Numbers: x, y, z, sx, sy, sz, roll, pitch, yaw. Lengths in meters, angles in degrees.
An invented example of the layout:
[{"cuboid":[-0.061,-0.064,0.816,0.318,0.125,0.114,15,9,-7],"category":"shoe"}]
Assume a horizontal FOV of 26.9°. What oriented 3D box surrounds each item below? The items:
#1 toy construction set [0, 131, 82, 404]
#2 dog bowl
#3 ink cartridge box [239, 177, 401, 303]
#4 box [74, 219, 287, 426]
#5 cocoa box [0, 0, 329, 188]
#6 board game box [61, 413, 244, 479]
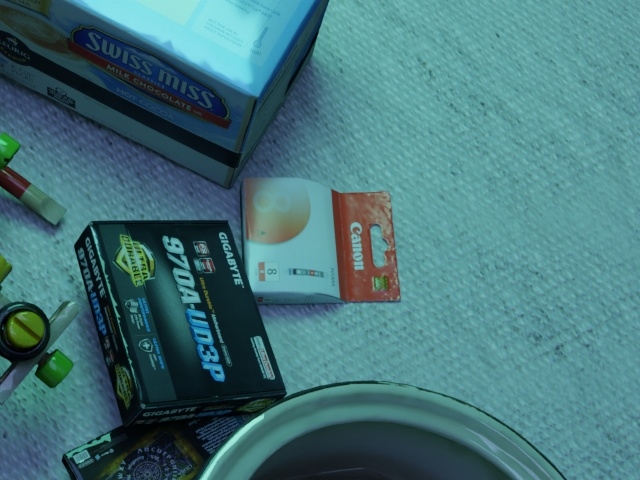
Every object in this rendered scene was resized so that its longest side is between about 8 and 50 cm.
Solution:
[{"cuboid":[-0.346,0.044,1.389,0.237,0.257,0.309,36,46,-9],"category":"toy construction set"},{"cuboid":[0.052,0.333,1.142,0.408,0.150,0.408,10,57,-15],"category":"dog bowl"},{"cuboid":[0.000,0.000,1.524,0.179,0.045,0.145,-2,65,-6],"category":"ink cartridge box"},{"cuboid":[-0.149,0.083,1.416,0.175,0.051,0.220,0,58,-35],"category":"box"},{"cuboid":[-0.186,-0.266,1.509,0.347,0.228,0.231,28,64,1],"category":"cocoa box"},{"cuboid":[-0.156,0.236,1.387,0.186,0.026,0.126,-24,70,-26],"category":"board game box"}]
